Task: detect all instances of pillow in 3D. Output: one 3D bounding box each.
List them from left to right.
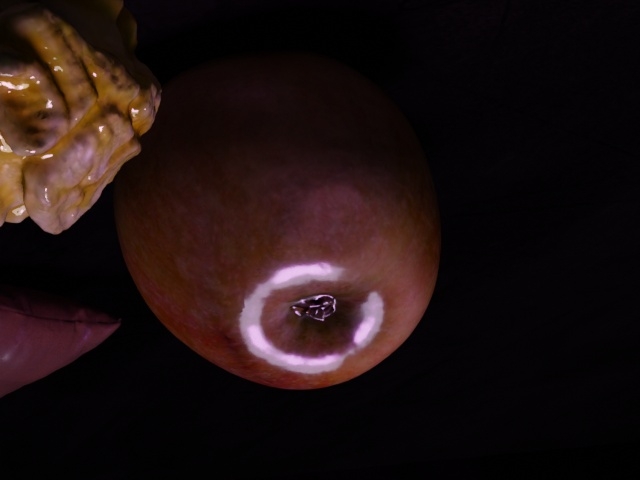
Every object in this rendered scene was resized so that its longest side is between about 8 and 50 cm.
[{"bbox_3d":[-0.416,0.112,2.052,0.308,0.108,0.305,-25,153,37],"label":"pillow"}]

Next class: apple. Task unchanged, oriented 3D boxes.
[{"bbox_3d":[-0.033,-0.011,1.532,0.257,0.234,0.257,-5,131,-6],"label":"apple"}]

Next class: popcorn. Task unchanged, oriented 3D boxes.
[{"bbox_3d":[-0.205,-0.100,1.324,0.185,0.187,0.167,-6,131,20],"label":"popcorn"}]
